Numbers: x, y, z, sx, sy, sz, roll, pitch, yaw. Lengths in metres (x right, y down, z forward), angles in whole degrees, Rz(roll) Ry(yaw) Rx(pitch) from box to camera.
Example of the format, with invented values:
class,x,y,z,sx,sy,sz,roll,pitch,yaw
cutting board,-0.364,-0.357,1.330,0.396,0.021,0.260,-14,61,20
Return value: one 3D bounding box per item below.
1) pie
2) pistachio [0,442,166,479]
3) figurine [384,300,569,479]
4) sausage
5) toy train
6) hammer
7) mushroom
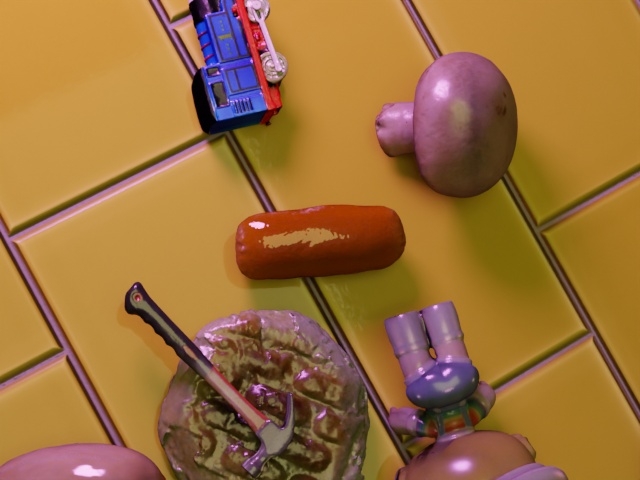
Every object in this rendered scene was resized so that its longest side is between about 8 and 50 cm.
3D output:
class,x,y,z,sx,sy,sz,roll,pitch,yaw
pie,-0.072,0.236,1.735,0.306,0.071,0.306,2,78,-11
pistachio,-0.298,0.316,1.639,0.215,0.144,0.144,5,79,-6
figurine,0.171,0.275,1.718,0.224,0.205,0.382,-30,85,-10
sausage,0.000,0.000,1.783,0.238,0.098,0.098,-5,81,-12
toy train,-0.121,-0.256,1.806,0.131,0.083,0.204,-14,83,-13
hammer,-0.147,0.166,1.683,0.287,0.033,0.111,44,78,1
mushroom,0.170,-0.160,1.818,0.204,0.204,0.204,2,79,-12
